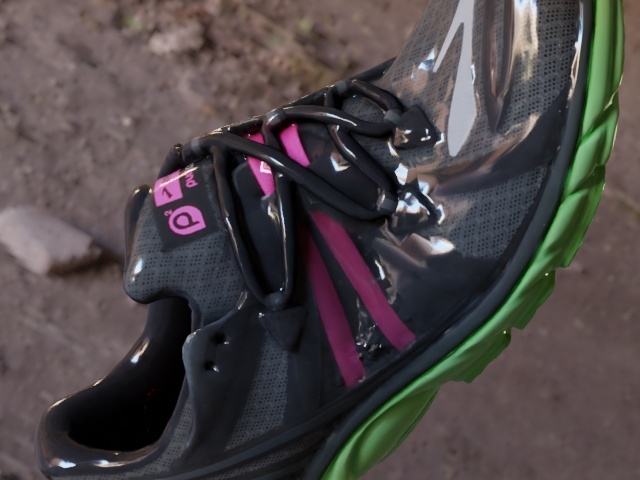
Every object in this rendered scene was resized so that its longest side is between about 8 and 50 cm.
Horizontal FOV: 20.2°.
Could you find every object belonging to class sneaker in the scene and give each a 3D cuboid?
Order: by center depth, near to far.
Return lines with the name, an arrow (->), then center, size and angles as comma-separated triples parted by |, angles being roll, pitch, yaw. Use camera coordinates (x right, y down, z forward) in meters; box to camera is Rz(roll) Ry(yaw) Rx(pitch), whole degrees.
sneaker -> 0.000, 0.000, 1.023 | 0.202, 0.483, 0.185 | 27, 17, -24
